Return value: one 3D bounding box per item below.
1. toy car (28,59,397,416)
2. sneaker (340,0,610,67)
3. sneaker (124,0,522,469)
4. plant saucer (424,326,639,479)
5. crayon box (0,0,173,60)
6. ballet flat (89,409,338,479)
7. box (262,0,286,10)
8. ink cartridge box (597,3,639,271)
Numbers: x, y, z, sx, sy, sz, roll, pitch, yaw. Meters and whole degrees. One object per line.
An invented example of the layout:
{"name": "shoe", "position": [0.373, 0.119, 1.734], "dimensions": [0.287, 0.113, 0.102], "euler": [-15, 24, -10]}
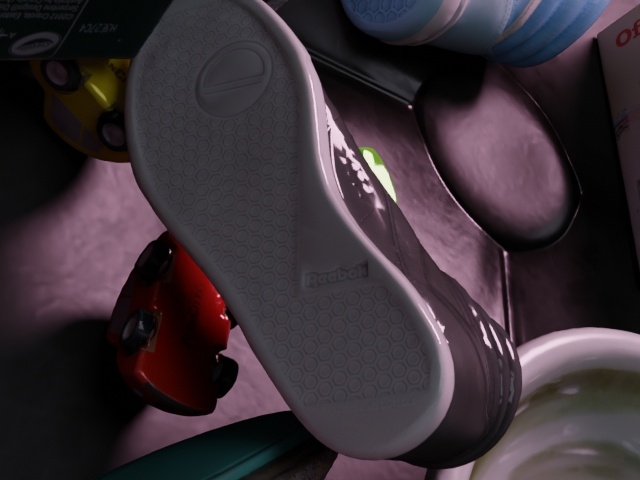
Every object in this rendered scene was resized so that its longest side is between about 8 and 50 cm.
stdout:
{"name": "toy car", "position": [-0.050, -0.019, 0.888], "dimensions": [0.225, 0.053, 0.239], "euler": [-3, 68, -44]}
{"name": "sneaker", "position": [0.133, -0.269, 1.114], "dimensions": [0.208, 0.127, 0.319], "euler": [15, 89, -42]}
{"name": "sneaker", "position": [0.000, 0.000, 0.821], "dimensions": [0.295, 0.104, 0.147], "euler": [60, 11, 31]}
{"name": "plant saucer", "position": [0.181, 0.249, 0.899], "dimensions": [0.400, 0.100, 0.400], "euler": [23, 51, -32]}
{"name": "crayon box", "position": [-0.223, -0.227, 0.802], "dimensions": [0.202, 0.081, 0.318], "euler": [-7, 56, -44]}
{"name": "ballet flat", "position": [-0.105, 0.164, 0.704], "dimensions": [0.316, 0.107, 0.106], "euler": [-17, 97, -42]}
{"name": "box", "position": [-0.030, -0.251, 0.905], "dimensions": [0.142, 0.247, 0.163], "euler": [19, 54, -33]}
{"name": "ink cartridge box", "position": [0.335, -0.078, 1.194], "dimensions": [0.168, 0.171, 0.232], "euler": [19, 54, -34]}
